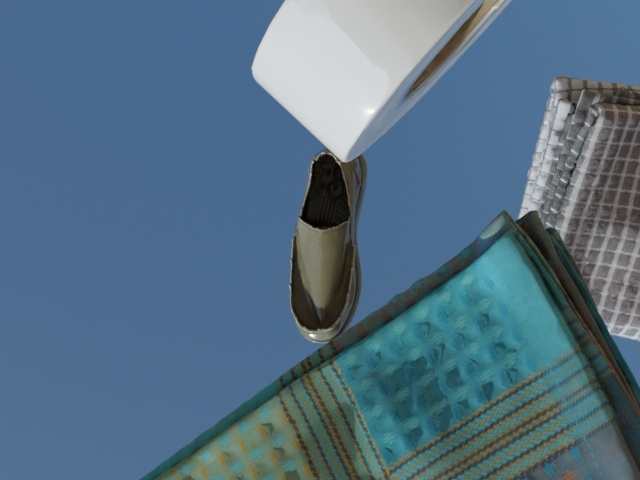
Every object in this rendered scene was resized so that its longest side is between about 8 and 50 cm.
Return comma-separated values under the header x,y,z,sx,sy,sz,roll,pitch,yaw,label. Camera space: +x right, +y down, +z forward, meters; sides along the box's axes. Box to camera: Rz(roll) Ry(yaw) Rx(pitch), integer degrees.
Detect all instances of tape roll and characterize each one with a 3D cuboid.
x,y,z,sx,sy,sz,roll,pitch,yaw,label
0.079,-0.193,0.842,0.100,0.286,0.286,43,-119,3,tape roll

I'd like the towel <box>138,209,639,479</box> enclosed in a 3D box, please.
x,y,z,sx,sy,sz,roll,pitch,yaw,label
0.013,0.191,0.537,0.040,0.370,0.271,24,-145,-53,towel

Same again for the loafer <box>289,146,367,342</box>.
x,y,z,sx,sy,sz,roll,pitch,yaw,label
0.000,0.000,1.364,0.087,0.094,0.251,17,-105,-69,loafer

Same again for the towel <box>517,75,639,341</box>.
x,y,z,sx,sy,sz,roll,pitch,yaw,label
0.352,-0.027,1.238,0.235,0.121,0.283,9,-71,-8,towel
